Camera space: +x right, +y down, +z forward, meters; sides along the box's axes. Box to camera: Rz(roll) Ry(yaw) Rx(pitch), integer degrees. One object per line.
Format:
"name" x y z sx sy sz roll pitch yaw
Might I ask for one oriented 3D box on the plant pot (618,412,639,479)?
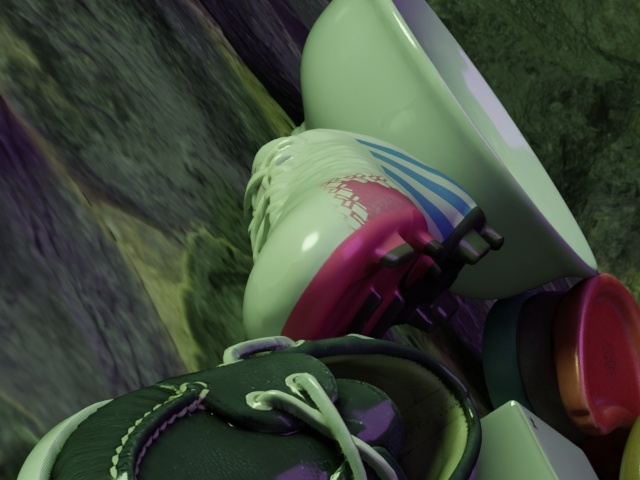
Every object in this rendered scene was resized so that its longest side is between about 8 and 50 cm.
"plant pot" 0.275 0.224 1.082 0.236 0.032 0.236 28 55 -48

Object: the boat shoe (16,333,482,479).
"boat shoe" -0.010 0.083 0.551 0.114 0.091 0.302 56 13 6

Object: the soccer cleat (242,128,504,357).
"soccer cleat" 0.000 0.000 0.809 0.143 0.116 0.331 35 12 12

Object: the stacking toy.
"stacking toy" 0.222 0.194 1.166 0.309 0.130 0.279 39 46 -40

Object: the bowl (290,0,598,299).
"bowl" 0.072 -0.062 1.102 0.298 0.134 0.298 51 13 -16

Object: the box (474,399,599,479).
"box" 0.108 0.159 0.783 0.101 0.087 0.102 38 21 -51
